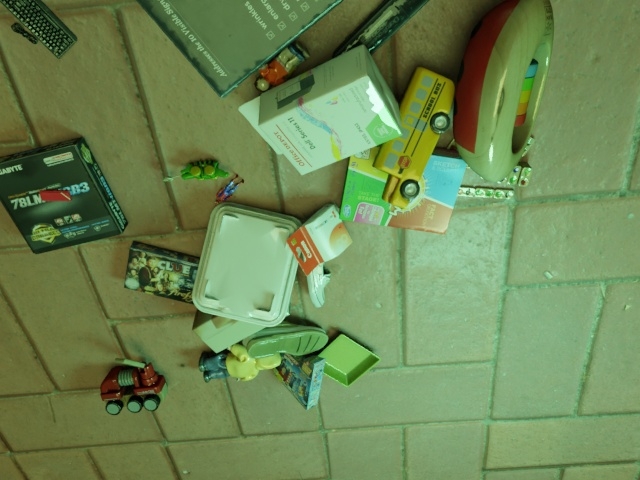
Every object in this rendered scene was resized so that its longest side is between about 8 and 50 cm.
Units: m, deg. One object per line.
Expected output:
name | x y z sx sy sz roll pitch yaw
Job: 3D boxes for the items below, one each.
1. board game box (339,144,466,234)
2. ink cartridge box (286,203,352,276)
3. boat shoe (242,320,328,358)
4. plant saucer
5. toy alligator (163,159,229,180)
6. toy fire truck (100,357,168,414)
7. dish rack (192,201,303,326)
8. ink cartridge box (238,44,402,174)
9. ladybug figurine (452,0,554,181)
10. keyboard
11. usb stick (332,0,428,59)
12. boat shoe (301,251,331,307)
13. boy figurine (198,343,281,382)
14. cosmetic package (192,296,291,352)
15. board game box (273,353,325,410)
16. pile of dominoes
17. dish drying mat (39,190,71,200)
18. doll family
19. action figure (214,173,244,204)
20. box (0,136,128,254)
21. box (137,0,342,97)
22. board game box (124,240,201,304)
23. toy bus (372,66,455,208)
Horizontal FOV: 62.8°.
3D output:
board game box | 0.226 -0.154 1.482 0.316 0.064 0.242 8 122 -1
ink cartridge box | 0.000 0.000 1.540 0.045 0.179 0.146 11 137 49
boat shoe | -0.116 0.316 1.753 0.302 0.103 0.113 4 122 -33
plant saucer | 0.086 0.416 1.863 0.188 0.045 0.188 35 117 -20
toy alligator | -0.351 -0.199 1.475 0.189 0.056 0.052 -3 80 3
toy fire truck | -0.684 0.491 1.864 0.216 0.158 0.247 -7 110 5
dish rack | -0.209 0.067 1.515 0.285 0.072 0.333 13 86 -3
ink cartridge box | -0.007 -0.288 1.258 0.353 0.119 0.207 -19 141 24
ladybug figurine | 0.427 -0.364 1.256 0.161 0.305 0.450 22 123 30
keyboard | -0.700 -0.529 1.281 0.108 0.023 0.180 -33 116 19
usb stick | 0.147 -0.521 1.272 0.278 0.045 0.077 -40 121 22
boat shoe | -0.003 0.114 1.649 0.075 0.083 0.226 -8 121 7
boy figurine | -0.281 0.421 1.841 0.284 0.092 0.177 -13 121 7
cosmetic package | -0.249 0.213 1.674 0.296 0.153 0.129 -30 119 16
board game box | -0.063 0.454 1.832 0.060 0.194 0.194 -15 137 -46
pile of dominoes | 0.465 -0.203 1.475 0.250 0.040 0.196 3 122 -2
dish drying mat | -0.739 -0.124 1.462 0.083 0.008 0.032 0 123 -1
doll family | -0.064 -0.392 1.327 0.163 0.118 0.263 -36 134 25
action figure | -0.271 -0.142 1.522 0.038 0.030 0.115 37 118 -25
box | -0.756 -0.123 1.511 0.295 0.073 0.294 -12 122 7
box | -0.166 -0.644 1.046 0.471 0.297 0.480 -33 117 17
board game box | -0.490 0.107 1.670 0.243 0.042 0.165 15 121 -9
toy bus | 0.231 -0.253 1.334 0.130 0.108 0.333 23 99 -3
